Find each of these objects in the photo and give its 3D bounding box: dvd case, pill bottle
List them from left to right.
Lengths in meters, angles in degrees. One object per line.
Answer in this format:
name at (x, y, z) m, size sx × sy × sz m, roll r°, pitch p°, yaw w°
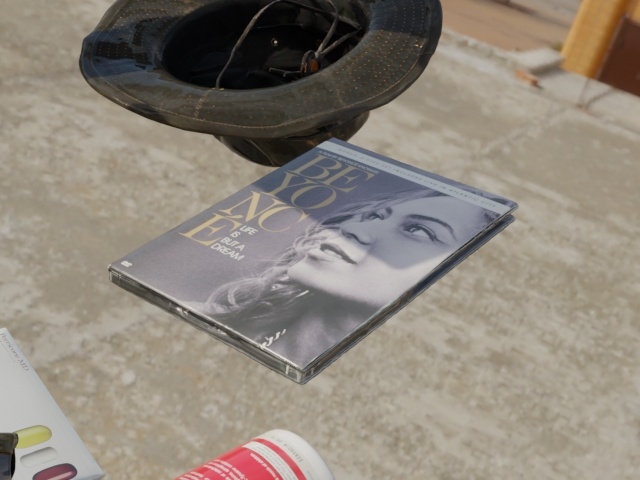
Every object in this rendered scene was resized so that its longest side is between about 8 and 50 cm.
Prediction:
pill bottle at (-0.178, 0.475, 1.646) m, size 0.408 × 0.229 × 0.229 m, roll -21°, pitch 42°, yaw -35°
dvd case at (0.000, 0.000, 0.685) m, size 0.165 × 0.018 × 0.221 m, roll 23°, pitch 40°, yaw 34°

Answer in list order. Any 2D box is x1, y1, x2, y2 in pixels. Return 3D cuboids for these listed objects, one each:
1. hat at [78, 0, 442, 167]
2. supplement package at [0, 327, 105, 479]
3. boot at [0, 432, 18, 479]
hat at (-0.050, -0.155, 0.997) m, size 0.331 × 0.134 × 0.331 m, roll -4°, pitch 45°, yaw 4°
supplement package at (-0.450, 0.284, 1.392) m, size 0.262 × 0.204 × 0.145 m, roll 50°, pitch 28°, yaw 19°
boot at (-0.335, 0.236, 1.005) m, size 0.106 × 0.219 × 0.082 m, roll 3°, pitch 57°, yaw -5°
